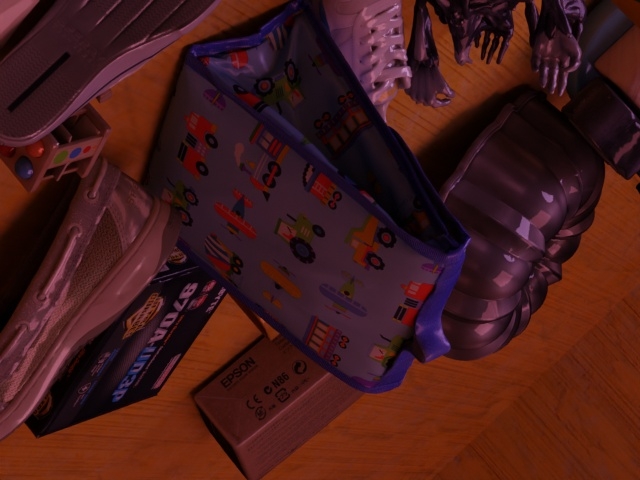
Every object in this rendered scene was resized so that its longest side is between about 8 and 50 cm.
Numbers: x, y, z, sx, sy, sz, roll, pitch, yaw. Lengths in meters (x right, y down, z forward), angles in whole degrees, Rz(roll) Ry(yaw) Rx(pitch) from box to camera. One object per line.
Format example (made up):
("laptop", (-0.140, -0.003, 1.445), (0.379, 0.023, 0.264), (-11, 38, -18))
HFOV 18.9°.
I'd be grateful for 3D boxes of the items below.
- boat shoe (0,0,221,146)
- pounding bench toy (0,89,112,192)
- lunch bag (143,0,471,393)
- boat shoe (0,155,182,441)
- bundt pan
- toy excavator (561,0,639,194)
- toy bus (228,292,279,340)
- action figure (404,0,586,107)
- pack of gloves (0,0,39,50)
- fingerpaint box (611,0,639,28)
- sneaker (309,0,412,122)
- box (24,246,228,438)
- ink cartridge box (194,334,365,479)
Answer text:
("boat shoe", (-0.151, -0.153, 1.339), (0.226, 0.083, 0.076), (-37, -172, -7))
("pounding bench toy", (-0.195, -0.085, 1.411), (0.065, 0.052, 0.083), (-20, 152, -47))
("lunch bag", (0.001, -0.011, 1.589), (0.138, 0.293, 0.221), (-29, 158, -33))
("boat shoe", (-0.251, 0.065, 1.587), (0.320, 0.103, 0.118), (-44, -159, 17))
("bundt pan", (0.214, -0.002, 2.183), (0.331, 0.124, 0.331), (-52, 163, -23))
("toy excavator", (0.417, -0.161, 2.252), (0.222, 0.445, 0.433), (-43, 120, 7))
("toy bus", (-0.009, 0.009, 1.918), (0.191, 0.104, 0.202), (-20, 153, -48))
("action figure", (0.156, -0.190, 1.716), (0.275, 0.164, 0.141), (-13, 102, -67))
("pack of gloves", (-0.201, -0.177, 1.205), (0.232, 0.046, 0.195), (-48, 162, 19))
("fingerpaint box", (0.355, -0.353, 1.408), (0.445, 0.371, 0.163), (-33, 160, -23))
("sneaker", (0.040, -0.170, 1.630), (0.087, 0.092, 0.229), (-31, 158, -25))
("box", (-0.178, 0.082, 1.827), (0.175, 0.051, 0.220), (-17, 149, -52))
("ink cartridge box", (-0.026, 0.165, 2.264), (0.234, 0.088, 0.193), (-39, 163, -11))
